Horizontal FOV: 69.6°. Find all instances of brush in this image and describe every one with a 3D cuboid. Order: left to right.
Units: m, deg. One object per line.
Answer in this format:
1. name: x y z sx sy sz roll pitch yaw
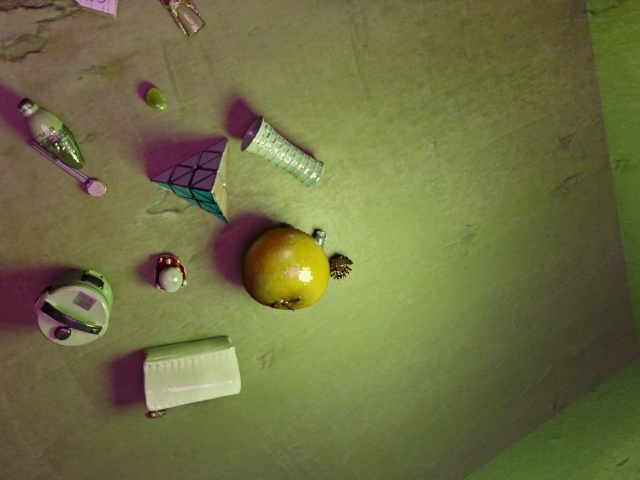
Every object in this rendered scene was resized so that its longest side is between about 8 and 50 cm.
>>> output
1. brush: -0.824 -0.235 1.507 0.266 0.027 0.062 40 88 -24

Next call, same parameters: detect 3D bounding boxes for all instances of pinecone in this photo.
1. pinecone: 0.077 0.111 1.900 0.102 0.102 0.109 24 123 -24

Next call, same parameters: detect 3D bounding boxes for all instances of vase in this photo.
1. vase: -0.129 -0.311 1.685 0.298 0.143 0.143 29 93 -27

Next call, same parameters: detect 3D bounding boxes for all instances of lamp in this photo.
1. lamp: -0.835 -0.328 1.439 0.101 0.101 0.250 -38 121 -7

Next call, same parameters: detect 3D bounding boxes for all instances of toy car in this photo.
1. toy car: -0.542 0.127 1.661 0.112 0.112 0.139 -8 107 -18

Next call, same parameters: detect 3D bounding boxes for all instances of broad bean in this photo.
1. broad bean: -0.551 -0.470 1.537 0.063 0.045 0.083 -33 105 -11

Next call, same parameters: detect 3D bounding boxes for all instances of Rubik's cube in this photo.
1. Rubik's cube: -0.402 -0.197 1.609 0.229 0.233 0.228 -43 164 33

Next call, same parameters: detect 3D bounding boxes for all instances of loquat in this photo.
1. loquat: -0.127 0.086 1.712 0.328 0.328 0.360 16 54 -23

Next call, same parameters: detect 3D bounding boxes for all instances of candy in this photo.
1. candy: -0.491 0.498 1.762 0.358 0.145 0.208 -7 105 -19

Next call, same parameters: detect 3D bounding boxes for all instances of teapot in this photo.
1. teapot: 0.001 0.001 1.860 0.063 0.049 0.083 10 100 -22

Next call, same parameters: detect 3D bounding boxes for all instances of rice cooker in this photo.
1. rice cooker: -0.804 0.218 1.520 0.225 0.244 0.226 -5 109 -16

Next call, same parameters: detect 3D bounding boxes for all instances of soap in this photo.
1. soap: -0.696 -0.749 1.402 0.149 0.056 0.100 9 98 -22

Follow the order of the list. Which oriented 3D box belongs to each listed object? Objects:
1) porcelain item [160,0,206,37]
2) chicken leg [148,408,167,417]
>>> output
1. porcelain item: -0.467 -0.769 1.482 0.084 0.054 0.213 -43 113 -7
2. chicken leg: -0.636 0.680 1.824 0.083 0.021 0.036 -12 99 -17
